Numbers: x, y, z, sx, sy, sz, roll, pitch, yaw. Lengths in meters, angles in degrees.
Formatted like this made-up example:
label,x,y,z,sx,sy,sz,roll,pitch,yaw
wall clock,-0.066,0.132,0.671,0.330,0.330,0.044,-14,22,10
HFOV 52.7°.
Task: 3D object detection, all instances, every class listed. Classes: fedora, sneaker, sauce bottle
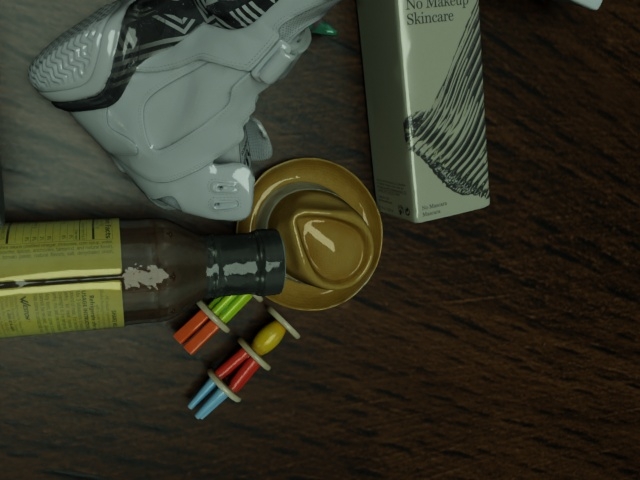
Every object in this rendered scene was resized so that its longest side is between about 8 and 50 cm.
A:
label,x,y,z,sx,sy,sz,roll,pitch,yaw
fedora,0.000,0.000,0.742,0.194,0.079,0.194,-5,103,-22
sneaker,-0.066,-0.149,0.591,0.366,0.137,0.210,-17,124,21
sauce bottle,-0.207,0.033,0.627,0.344,0.111,0.111,-1,102,-17

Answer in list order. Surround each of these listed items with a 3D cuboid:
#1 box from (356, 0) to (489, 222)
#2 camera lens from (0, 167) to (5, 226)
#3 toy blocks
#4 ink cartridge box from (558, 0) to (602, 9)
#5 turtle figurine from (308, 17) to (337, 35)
label,x,y,z,sx,sy,sz,roll,pitch,yaw
box,0.120,-0.167,0.751,0.113,0.094,0.275,-14,107,-21
camera lens,-0.395,-0.089,0.470,0.274,0.219,0.219,-8,104,-22
toy blocks,-0.113,0.122,0.733,0.148,0.054,0.123,-46,115,-8
ink cartridge box,0.222,-0.435,0.648,0.385,0.091,0.308,-1,117,-42
turtle figurine,-0.010,-0.331,0.646,0.175,0.118,0.234,-10,114,-47
